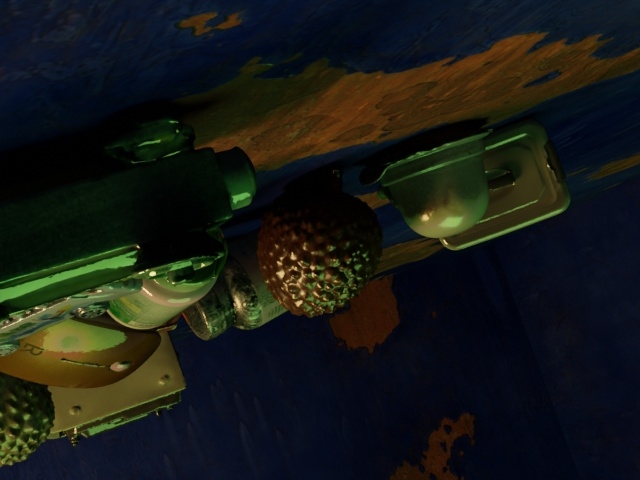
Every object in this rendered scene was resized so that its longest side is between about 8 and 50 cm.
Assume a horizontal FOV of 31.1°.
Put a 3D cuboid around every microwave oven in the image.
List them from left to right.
[{"bbox_3d":[-0.473,0.288,2.448,0.333,0.247,0.394,-16,173,-14],"label":"microwave oven"}]

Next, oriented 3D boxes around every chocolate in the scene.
[{"bbox_3d":[0.176,-0.077,1.731,0.221,0.147,0.221,-15,173,-2],"label":"chocolate"}]

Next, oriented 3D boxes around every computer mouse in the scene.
[{"bbox_3d":[-0.388,0.152,1.738,0.310,0.071,0.158,20,128,-37],"label":"computer mouse"}]

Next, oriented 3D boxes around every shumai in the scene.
[{"bbox_3d":[0.128,-0.078,1.918,0.083,0.082,0.080,18,151,-38],"label":"shumai"}]

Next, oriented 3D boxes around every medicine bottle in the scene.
[{"bbox_3d":[-0.220,0.039,1.606,0.134,0.133,0.274,-16,174,-26],"label":"medicine bottle"},{"bbox_3d":[-0.084,0.050,1.840,0.293,0.141,0.141,-29,178,-25],"label":"medicine bottle"}]

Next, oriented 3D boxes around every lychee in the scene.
[{"bbox_3d":[-0.588,0.268,1.960,0.255,0.274,0.255,-38,-163,14],"label":"lychee"},{"bbox_3d":[0.000,0.000,1.684,0.200,0.238,0.200,13,-160,-5],"label":"lychee"}]

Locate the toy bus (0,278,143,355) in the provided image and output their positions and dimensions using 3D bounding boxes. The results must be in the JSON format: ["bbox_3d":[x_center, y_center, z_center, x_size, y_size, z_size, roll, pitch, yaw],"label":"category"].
[{"bbox_3d":[-0.400,0.070,1.510,0.330,0.109,0.136,-23,162,23],"label":"toy bus"}]

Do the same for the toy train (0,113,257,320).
[{"bbox_3d":[-0.262,-0.001,1.110,0.397,0.160,0.253,-17,180,-17],"label":"toy train"}]

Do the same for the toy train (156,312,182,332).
[{"bbox_3d":[-0.375,0.121,1.877,0.305,0.150,0.221,-14,162,-25],"label":"toy train"}]

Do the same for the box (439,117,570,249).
[{"bbox_3d":[0.281,-0.093,1.873,0.227,0.162,0.130,-21,-177,14],"label":"box"}]

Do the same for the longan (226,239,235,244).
[{"bbox_3d":[-0.155,0.039,2.026,0.075,0.083,0.075,-15,-147,10],"label":"longan"}]
